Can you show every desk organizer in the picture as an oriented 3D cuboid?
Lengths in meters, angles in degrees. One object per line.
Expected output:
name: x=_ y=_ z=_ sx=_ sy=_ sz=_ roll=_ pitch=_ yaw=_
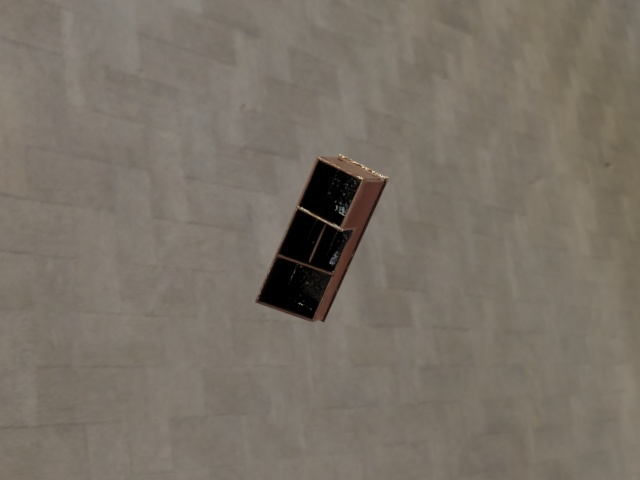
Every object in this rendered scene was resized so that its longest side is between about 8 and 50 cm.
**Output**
desk organizer: x=0.000 y=0.000 z=0.790 sx=0.130 sy=0.047 sz=0.050 roll=-66 pitch=161 yaw=13
